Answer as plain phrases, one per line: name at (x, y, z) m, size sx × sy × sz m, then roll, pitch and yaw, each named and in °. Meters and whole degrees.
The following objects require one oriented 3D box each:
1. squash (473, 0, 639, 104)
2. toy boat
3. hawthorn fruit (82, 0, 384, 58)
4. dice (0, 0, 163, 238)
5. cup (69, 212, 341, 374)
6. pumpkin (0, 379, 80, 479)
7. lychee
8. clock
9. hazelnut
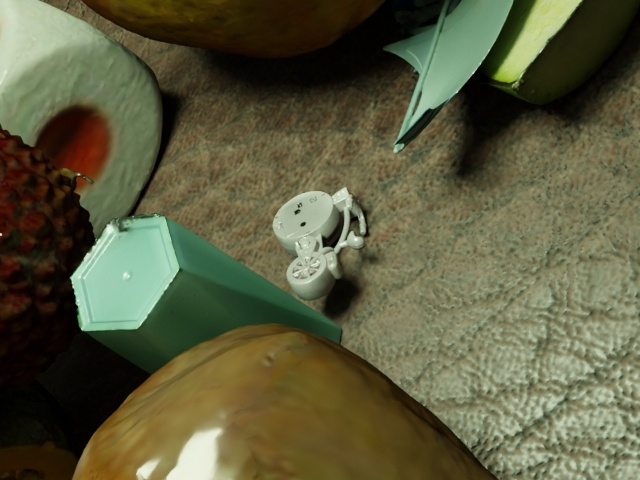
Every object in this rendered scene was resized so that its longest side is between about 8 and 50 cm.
squash at (0.225, -0.201, 1.007) m, size 0.192 × 0.085 × 0.184 m, roll -50°, pitch 18°, yaw 7°
toy boat at (0.114, -0.207, 1.042) m, size 0.291 × 0.070 × 0.210 m, roll -59°, pitch 22°, yaw -9°
hawthorn fruit at (-0.056, -0.402, 1.033) m, size 0.472 × 0.472 × 0.471 m, roll -15°, pitch 59°, yaw 26°
dice at (-0.346, -0.121, 1.209) m, size 0.251 × 0.243 × 0.259 m, roll 18°, pitch 78°, yaw 38°
cup at (-0.095, 0.068, 0.953) m, size 0.134 × 0.236 × 0.148 m, roll -7°, pitch 60°, yaw 28°
pumpkin at (-0.396, 0.228, 1.065) m, size 0.317 × 0.222 × 0.139 m, roll -34°, pitch 52°, yaw 12°
lychee at (-0.319, 0.012, 0.949) m, size 0.264 × 0.264 × 0.300 m, roll 10°, pitch 32°, yaw 35°
clock at (0.000, 0.000, 1.038) m, size 0.087 × 0.041 × 0.129 m, roll -21°, pitch 38°, yaw 12°
hazelnut at (-0.029, 0.239, 0.792) m, size 0.372 × 0.315 × 0.372 m, roll -13°, pitch 75°, yaw 58°
